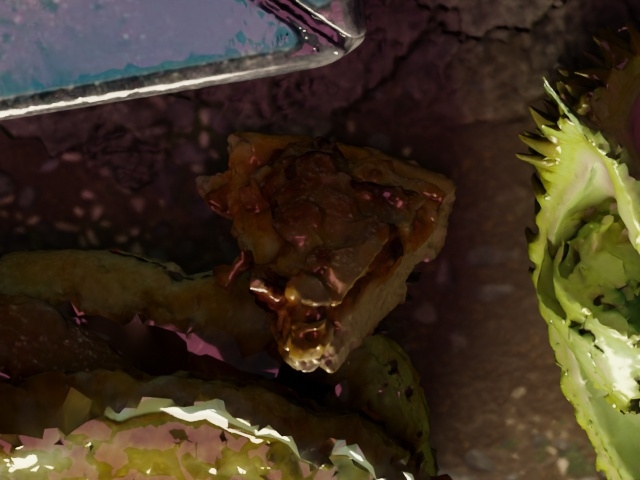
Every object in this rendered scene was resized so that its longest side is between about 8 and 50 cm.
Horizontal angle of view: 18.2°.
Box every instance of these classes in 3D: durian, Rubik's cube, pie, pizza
[{"bbox_3d":[0.206,0.031,1.155,0.157,0.169,0.355,-15,112,5],"label":"durian"},{"bbox_3d":[-0.124,-0.216,0.998,0.260,0.255,0.259,-12,110,2],"label":"Rubik's cube"},{"bbox_3d":[-0.110,0.209,1.211,0.395,0.180,0.418,12,122,-2],"label":"pie"},{"bbox_3d":[0.002,-0.001,1.120,0.154,0.194,0.069,15,124,-5],"label":"pizza"}]
